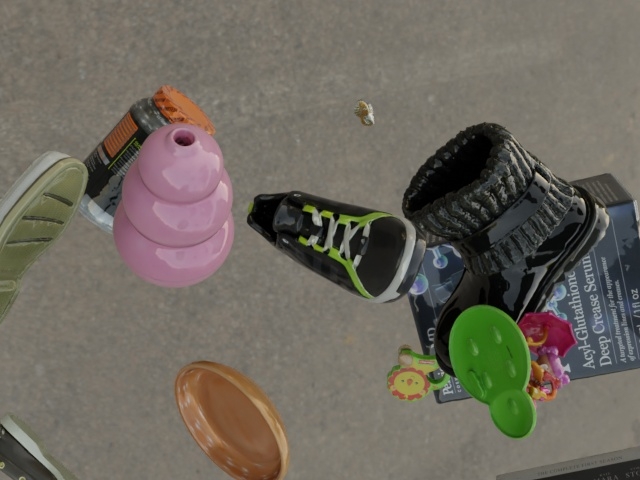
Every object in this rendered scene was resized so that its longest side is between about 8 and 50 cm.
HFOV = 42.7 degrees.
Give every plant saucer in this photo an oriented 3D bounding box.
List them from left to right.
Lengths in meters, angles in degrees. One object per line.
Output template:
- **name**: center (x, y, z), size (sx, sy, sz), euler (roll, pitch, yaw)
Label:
- **plant saucer**: center (-0.114, 0.242, 1.098), size (0.037, 0.200, 0.200), euler (-37, 117, -41)

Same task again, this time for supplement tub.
- **supplement tub**: center (-0.417, -0.188, 1.930), size (0.338, 0.207, 0.207), euler (-44, 135, 14)

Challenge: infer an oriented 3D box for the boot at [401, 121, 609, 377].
- **boot**: center (0.202, 0.024, 1.112), size (0.260, 0.131, 0.348), euler (20, 109, -37)

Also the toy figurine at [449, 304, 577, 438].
- **toy figurine**: center (0.278, 0.156, 1.071), size (0.159, 0.130, 0.173), euler (-7, 67, -38)

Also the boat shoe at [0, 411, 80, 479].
- **boat shoe**: center (-0.383, 0.344, 1.144), size (0.228, 0.081, 0.068), euler (45, 77, 7)

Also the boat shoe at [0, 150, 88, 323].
- **boat shoe**: center (-0.438, -0.008, 1.119), size (0.302, 0.103, 0.113), euler (-53, 158, 8)

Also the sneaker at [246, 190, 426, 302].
- **sneaker**: center (0.000, 0.000, 0.778), size (0.097, 0.234, 0.084), euler (16, 90, -34)

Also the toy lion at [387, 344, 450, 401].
- **toy lion**: center (0.157, 0.216, 1.307), size (0.034, 0.100, 0.096), euler (-80, 172, -64)

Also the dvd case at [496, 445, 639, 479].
- **dvd case**: center (0.252, 0.302, 0.746), size (0.030, 0.179, 0.239), euler (57, 26, -30)

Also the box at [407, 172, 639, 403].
- **box**: center (0.363, 0.082, 1.452), size (0.212, 0.395, 0.294), euler (-63, 137, -70)

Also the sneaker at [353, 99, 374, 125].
- **sneaker**: center (0.086, -0.262, 1.631), size (0.083, 0.031, 0.037), euler (55, 36, -63)

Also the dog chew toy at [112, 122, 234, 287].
- **dog chew toy**: center (-0.235, -0.064, 1.339), size (0.207, 0.206, 0.332), euler (-51, 169, -34)
